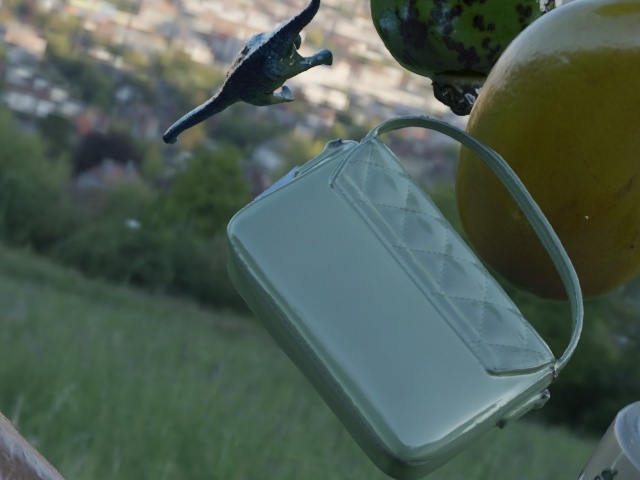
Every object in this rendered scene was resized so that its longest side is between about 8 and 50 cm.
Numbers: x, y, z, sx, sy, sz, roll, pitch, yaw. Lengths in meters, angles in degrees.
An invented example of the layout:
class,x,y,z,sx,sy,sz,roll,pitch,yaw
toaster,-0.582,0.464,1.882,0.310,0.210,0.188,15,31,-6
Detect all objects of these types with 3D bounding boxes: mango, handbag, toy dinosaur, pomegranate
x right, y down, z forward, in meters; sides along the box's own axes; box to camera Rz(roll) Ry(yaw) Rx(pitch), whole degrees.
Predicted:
class,x,y,z,sx,sy,sz,roll,pitch,yaw
mango,0.237,-0.085,1.396,0.211,0.317,0.173,17,36,0
handbag,0.073,0.031,1.147,0.256,0.219,0.079,52,-15,16
toy dinosaur,-0.068,-0.222,1.957,0.147,0.363,0.076,-18,76,-40
pomegranate,0.178,-0.284,1.880,0.254,0.271,0.254,4,-5,0

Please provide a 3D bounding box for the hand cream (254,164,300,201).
class,x,y,z,sx,sy,sz,roll,pitch,yaw
hand cream,0.000,0.000,1.719,0.171,0.065,0.043,52,-1,12

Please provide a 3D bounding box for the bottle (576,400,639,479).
class,x,y,z,sx,sy,sz,roll,pitch,yaw
bottle,0.157,0.165,0.783,0.099,0.152,0.099,21,26,-11

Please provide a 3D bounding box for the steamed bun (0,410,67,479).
class,x,y,z,sx,sy,sz,roll,pitch,yaw
steamed bun,-0.299,0.240,0.993,0.252,0.301,0.199,59,14,-20
